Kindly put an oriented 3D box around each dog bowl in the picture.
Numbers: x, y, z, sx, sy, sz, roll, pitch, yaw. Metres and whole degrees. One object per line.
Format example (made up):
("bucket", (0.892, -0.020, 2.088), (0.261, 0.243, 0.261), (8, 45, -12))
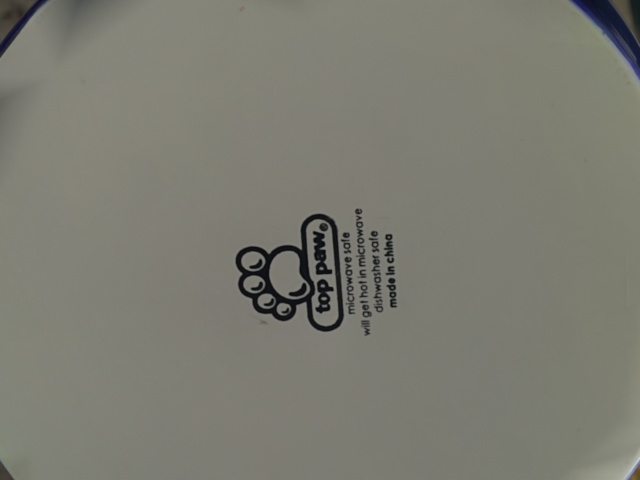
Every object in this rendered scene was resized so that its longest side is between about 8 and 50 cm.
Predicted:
("dog bowl", (0.000, 0.000, 0.686), (0.104, 0.265, 0.265), (-75, 149, -73))
